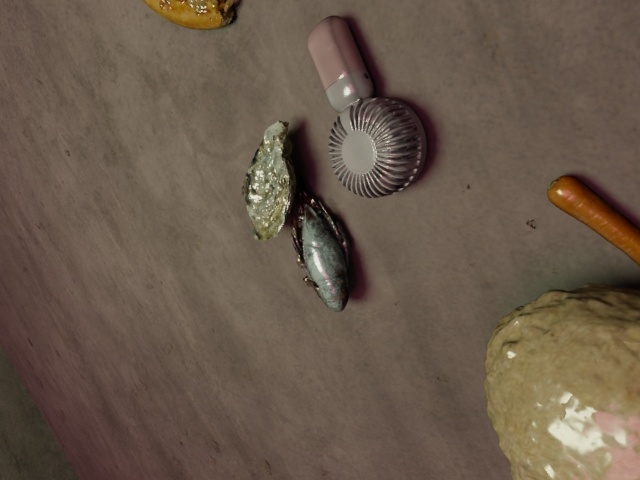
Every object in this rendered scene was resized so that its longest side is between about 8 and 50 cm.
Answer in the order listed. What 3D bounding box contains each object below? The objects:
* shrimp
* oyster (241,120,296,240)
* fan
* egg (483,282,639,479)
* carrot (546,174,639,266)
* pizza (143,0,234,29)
[{"bbox_3d":[0.000,0.000,0.632,0.090,0.079,0.232,-16,90,-9],"label":"shrimp"},{"bbox_3d":[-0.078,-0.087,0.621,0.125,0.064,0.177,3,90,53],"label":"oyster"},{"bbox_3d":[0.051,-0.175,0.533,0.130,0.074,0.244,-19,93,46],"label":"fan"},{"bbox_3d":[0.311,0.183,0.395,0.310,0.279,0.279,45,126,21],"label":"egg"},{"bbox_3d":[0.335,-0.005,0.446,0.190,0.037,0.037,42,125,8],"label":"carrot"},{"bbox_3d":[-0.202,-0.424,0.589,0.188,0.062,0.198,22,118,20],"label":"pizza"}]
